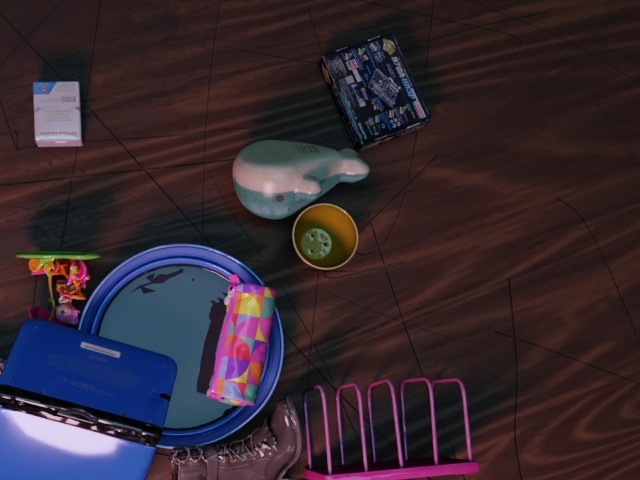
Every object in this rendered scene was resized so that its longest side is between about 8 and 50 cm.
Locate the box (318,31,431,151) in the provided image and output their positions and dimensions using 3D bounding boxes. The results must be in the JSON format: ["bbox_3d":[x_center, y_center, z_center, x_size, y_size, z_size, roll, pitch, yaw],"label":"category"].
[{"bbox_3d":[0.117,-0.324,1.833,0.175,0.051,0.220,-22,85,-15],"label":"box"}]

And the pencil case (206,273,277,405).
[{"bbox_3d":[-0.149,0.188,1.576,0.105,0.104,0.236,10,77,-10],"label":"pencil case"}]

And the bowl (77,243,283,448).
[{"bbox_3d":[-0.268,0.203,1.637,0.392,0.077,0.390,2,79,-12],"label":"bowl"}]

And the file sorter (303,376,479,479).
[{"bbox_3d":[0.123,0.362,1.629,0.291,0.202,0.182,-2,79,-13],"label":"file sorter"}]

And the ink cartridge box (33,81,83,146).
[{"bbox_3d":[-0.521,-0.250,1.678,0.089,0.052,0.122,-3,79,-13],"label":"ink cartridge box"}]

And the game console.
[{"bbox_3d":[-0.436,0.316,1.519,0.293,0.173,0.250,19,45,-12],"label":"game console"}]

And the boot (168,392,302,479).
[{"bbox_3d":[-0.162,0.393,1.555,0.229,0.091,0.262,2,123,-19],"label":"boot"}]

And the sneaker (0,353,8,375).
[{"bbox_3d":[-0.591,0.254,1.557,0.262,0.104,0.125,45,64,-10],"label":"sneaker"}]

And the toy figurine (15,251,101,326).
[{"bbox_3d":[-0.487,0.102,1.583,0.173,0.130,0.159,1,92,26],"label":"toy figurine"}]

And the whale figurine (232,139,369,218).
[{"bbox_3d":[-0.042,-0.122,1.709,0.272,0.216,0.141,-7,120,-18],"label":"whale figurine"}]

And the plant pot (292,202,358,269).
[{"bbox_3d":[0.000,0.000,1.723,0.134,0.095,0.134,2,79,-12],"label":"plant pot"}]
